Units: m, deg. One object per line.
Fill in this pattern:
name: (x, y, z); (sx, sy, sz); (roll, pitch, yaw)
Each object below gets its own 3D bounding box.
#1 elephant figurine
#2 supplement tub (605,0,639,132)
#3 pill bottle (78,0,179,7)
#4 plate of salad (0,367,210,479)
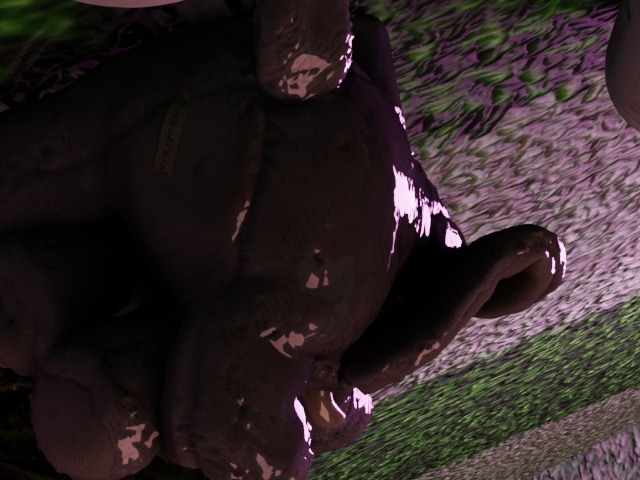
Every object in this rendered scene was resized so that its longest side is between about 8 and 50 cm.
elephant figurine: (0.000, 0.000, 0.698); (0.186, 0.169, 0.239); (-6, 177, 35)
supplement tub: (0.158, -0.087, 0.801); (0.071, 0.071, 0.107); (-24, 168, -3)
pill bottle: (-0.039, -0.107, 0.294); (0.108, 0.108, 0.193); (-24, 167, -5)
plate of salad: (-0.114, 0.071, 0.801); (0.199, 0.048, 0.200); (5, -163, -1)
